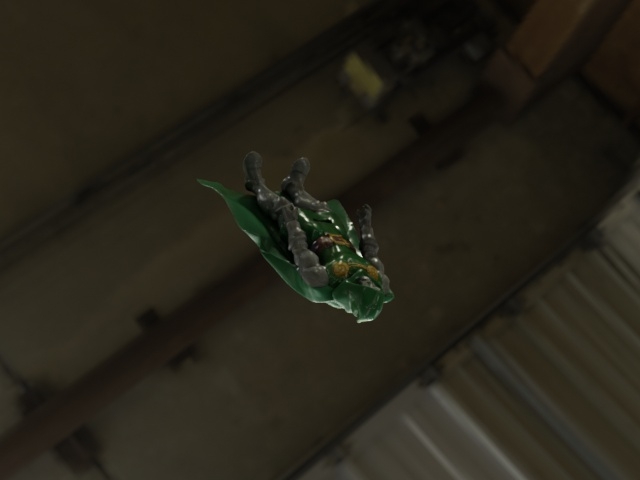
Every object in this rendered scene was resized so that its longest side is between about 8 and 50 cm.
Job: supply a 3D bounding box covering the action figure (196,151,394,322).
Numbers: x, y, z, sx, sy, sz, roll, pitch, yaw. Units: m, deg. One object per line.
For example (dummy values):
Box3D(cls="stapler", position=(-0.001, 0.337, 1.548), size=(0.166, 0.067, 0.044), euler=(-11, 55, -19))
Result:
Box3D(cls="action figure", position=(0.000, 0.000, 1.485), size=(0.232, 0.137, 0.063), euler=(52, -48, 52))
